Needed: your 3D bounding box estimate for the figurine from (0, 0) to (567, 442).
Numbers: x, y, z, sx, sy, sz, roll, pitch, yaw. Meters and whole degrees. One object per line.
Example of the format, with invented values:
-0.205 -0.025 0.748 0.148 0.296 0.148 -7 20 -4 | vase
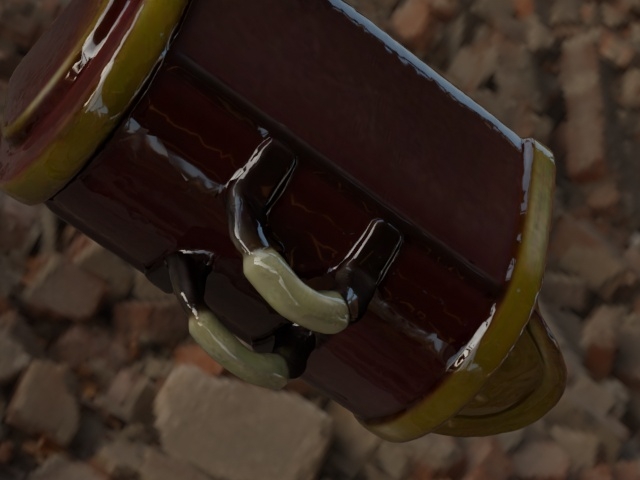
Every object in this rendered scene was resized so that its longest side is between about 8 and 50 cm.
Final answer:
0.000 0.001 0.392 0.154 0.082 0.098 36 24 -18 | figurine
